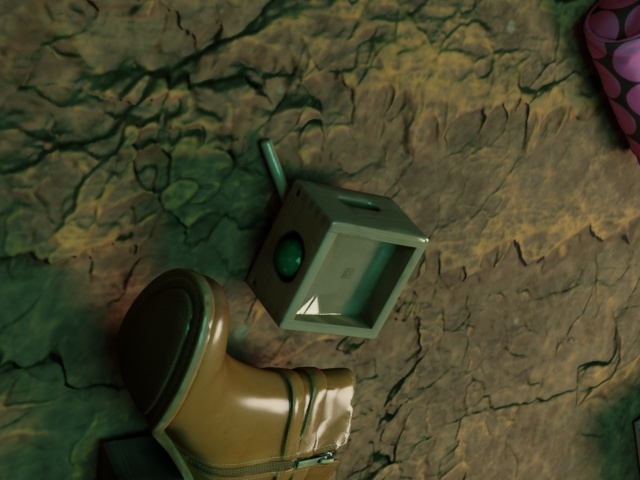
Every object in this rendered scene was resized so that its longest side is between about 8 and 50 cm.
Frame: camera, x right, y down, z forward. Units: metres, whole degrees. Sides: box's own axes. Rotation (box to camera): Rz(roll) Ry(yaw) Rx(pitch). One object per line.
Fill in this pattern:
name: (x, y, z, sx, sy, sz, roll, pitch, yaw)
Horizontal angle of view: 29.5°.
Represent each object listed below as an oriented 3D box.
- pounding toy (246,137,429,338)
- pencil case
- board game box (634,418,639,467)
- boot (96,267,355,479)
pounding toy: (0.000, 0.000, 1.063, 0.141, 0.100, 0.130, 10, 117, -37)
pencil case: (0.346, -0.163, 1.253, 0.098, 0.095, 0.209, -59, 137, -29)
board game box: (0.549, 0.237, 1.543, 0.275, 0.142, 0.144, -31, 126, -24)
boot: (-0.058, 0.133, 1.026, 0.220, 0.109, 0.283, -4, 125, -30)
